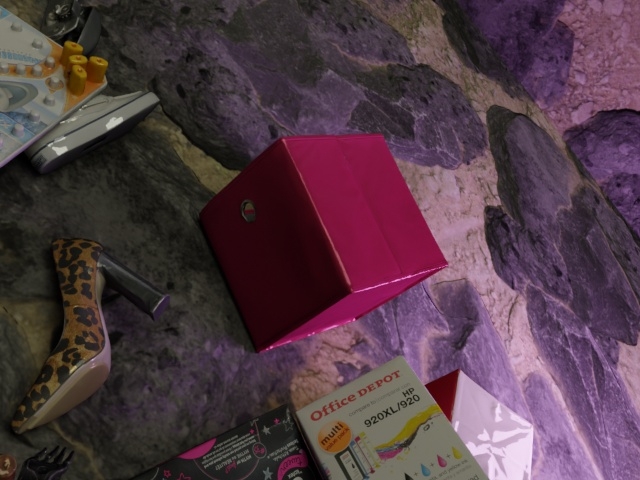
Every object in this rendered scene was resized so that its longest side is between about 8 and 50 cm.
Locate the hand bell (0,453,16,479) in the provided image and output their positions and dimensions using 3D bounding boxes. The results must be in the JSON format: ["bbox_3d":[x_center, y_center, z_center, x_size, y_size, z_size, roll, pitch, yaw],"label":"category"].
[{"bbox_3d":[-0.344,0.249,0.679,0.126,0.242,0.126,23,49,-29],"label":"hand bell"}]

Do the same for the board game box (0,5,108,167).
[{"bbox_3d":[-0.549,-0.252,0.936,0.390,0.050,0.390,34,43,-3],"label":"board game box"}]

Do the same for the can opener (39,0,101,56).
[{"bbox_3d":[-0.427,-0.435,1.239,0.095,0.076,0.283,56,27,-50],"label":"can opener"}]

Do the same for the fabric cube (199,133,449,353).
[{"bbox_3d":[0.000,0.000,1.162,0.259,0.254,0.258,-11,71,-46],"label":"fabric cube"}]

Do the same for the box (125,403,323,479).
[{"bbox_3d":[-0.142,0.328,0.867,0.247,0.163,0.142,-14,74,-47],"label":"box"}]

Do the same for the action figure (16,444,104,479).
[{"bbox_3d":[-0.264,0.360,0.709,0.164,0.275,0.141,19,13,18],"label":"action figure"}]

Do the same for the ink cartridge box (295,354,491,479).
[{"bbox_3d":[0.100,0.308,0.907,0.171,0.168,0.232,-26,47,-10],"label":"ink cartridge box"}]

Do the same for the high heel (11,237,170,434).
[{"bbox_3d":[-0.350,0.113,0.919,0.186,0.093,0.261,32,53,11],"label":"high heel"}]

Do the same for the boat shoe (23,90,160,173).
[{"bbox_3d":[-0.357,-0.195,1.095,0.084,0.095,0.258,53,40,-6],"label":"boat shoe"}]

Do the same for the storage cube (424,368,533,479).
[{"bbox_3d":[0.208,0.360,1.139,0.184,0.193,0.215,38,42,-15],"label":"storage cube"}]
